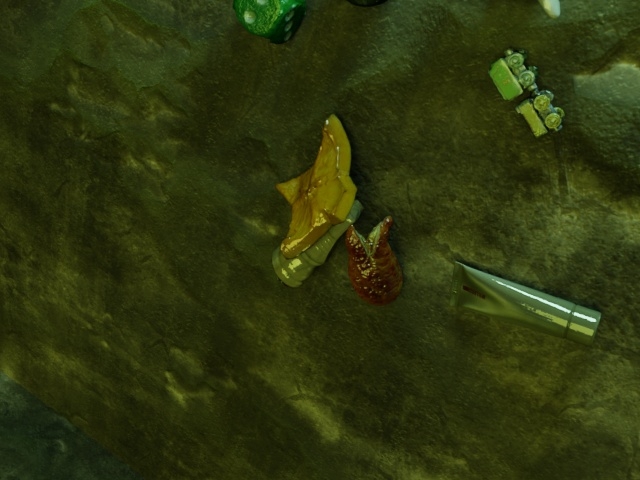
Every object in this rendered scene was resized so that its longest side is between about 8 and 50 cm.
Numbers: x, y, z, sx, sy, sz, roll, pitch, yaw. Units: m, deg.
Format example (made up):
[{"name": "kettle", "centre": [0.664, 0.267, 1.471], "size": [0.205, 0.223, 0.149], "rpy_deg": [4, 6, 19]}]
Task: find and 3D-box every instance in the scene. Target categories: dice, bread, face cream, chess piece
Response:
[{"name": "dice", "centre": [-0.119, -0.552, 1.256], "size": [0.131, 0.128, 0.120], "rpy_deg": [44, 122, 7]}, {"name": "bread", "centre": [0.139, 0.066, 1.360], "size": [0.139, 0.095, 0.269], "rpy_deg": [-19, 130, -6]}, {"name": "face cream", "centre": [0.477, 0.156, 1.270], "size": [0.341, 0.084, 0.137], "rpy_deg": [18, 127, 29]}, {"name": "chess piece", "centre": [0.000, 0.000, 1.419], "size": [0.137, 0.137, 0.301], "rpy_deg": [51, 125, 1]}]

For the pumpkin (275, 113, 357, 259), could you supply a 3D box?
[{"name": "pumpkin", "centre": [-0.009, -0.126, 1.339], "size": [0.290, 0.095, 0.258], "rpy_deg": [-44, 44, 35]}]

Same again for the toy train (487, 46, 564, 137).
[{"name": "toy train", "centre": [0.430, -0.305, 1.108], "size": [0.081, 0.060, 0.202], "rpy_deg": [-31, 94, 41]}]

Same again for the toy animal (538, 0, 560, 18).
[{"name": "toy animal", "centre": [0.386, -0.527, 1.007], "size": [0.283, 0.138, 0.140], "rpy_deg": [18, 129, -4]}]

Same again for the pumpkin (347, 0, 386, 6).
[{"name": "pumpkin", "centre": [0.101, -0.585, 1.125], "size": [0.167, 0.125, 0.167], "rpy_deg": [10, 115, 22]}]
